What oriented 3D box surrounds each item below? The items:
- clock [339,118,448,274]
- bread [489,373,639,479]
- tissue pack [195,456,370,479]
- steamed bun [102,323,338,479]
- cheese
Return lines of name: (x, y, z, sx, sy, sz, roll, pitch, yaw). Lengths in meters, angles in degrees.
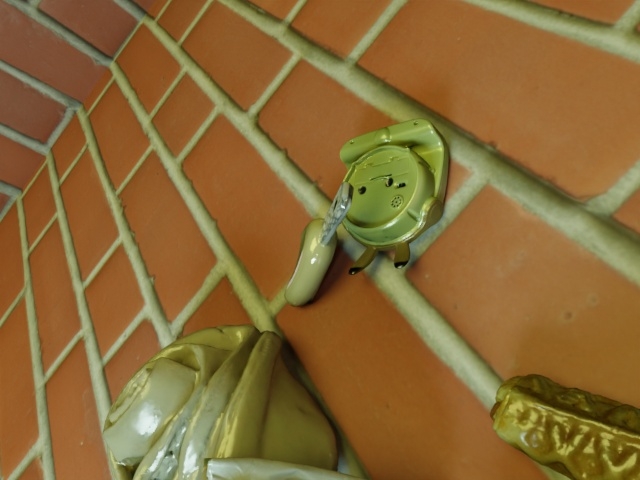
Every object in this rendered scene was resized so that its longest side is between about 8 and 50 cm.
clock: (0.100, -0.059, 0.708, 0.170, 0.069, 0.232, -9, 64, 36)
bread: (0.323, 0.201, 0.393, 0.367, 0.084, 0.077, 12, 117, 41)
tissue pack: (-0.016, 0.290, 0.479, 0.159, 0.229, 0.145, -152, 79, -77)
steamed bun: (-0.172, 0.281, 0.663, 0.310, 0.219, 0.324, -46, 47, 14)
cheese: (0.001, 0.000, 0.711, 0.235, 0.049, 0.127, 118, 167, -55)
